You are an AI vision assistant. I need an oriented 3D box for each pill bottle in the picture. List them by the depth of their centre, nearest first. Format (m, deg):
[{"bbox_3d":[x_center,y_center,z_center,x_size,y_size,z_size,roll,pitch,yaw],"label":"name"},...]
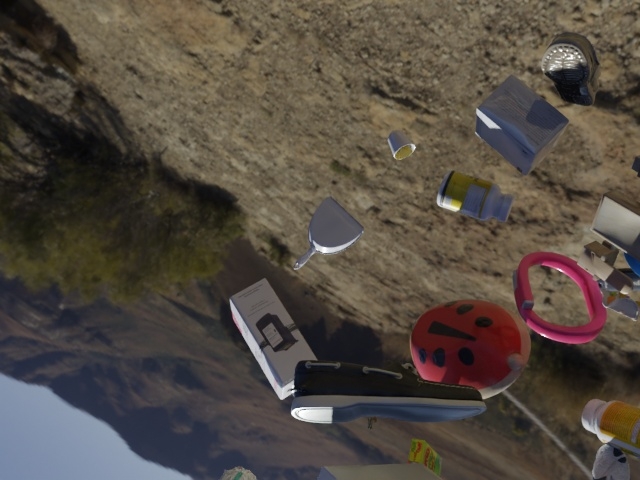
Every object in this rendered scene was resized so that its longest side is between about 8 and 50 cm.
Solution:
[{"bbox_3d":[0.779,0.476,1.589,0.117,0.117,0.208,43,165,-24],"label":"pill bottle"},{"bbox_3d":[0.407,-0.111,1.641,0.184,0.103,0.103,21,158,18],"label":"pill bottle"}]

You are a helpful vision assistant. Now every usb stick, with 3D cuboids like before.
[{"bbox_3d":[0.860,0.103,1.670,0.278,0.045,0.077,-4,137,32],"label":"usb stick"}]

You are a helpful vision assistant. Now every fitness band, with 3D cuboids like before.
[{"bbox_3d":[0.591,0.133,1.555,0.209,0.290,0.054,9,129,3],"label":"fitness band"}]

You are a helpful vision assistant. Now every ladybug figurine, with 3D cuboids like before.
[{"bbox_3d":[0.399,0.291,1.776,0.162,0.305,0.449,36,164,-20],"label":"ladybug figurine"}]

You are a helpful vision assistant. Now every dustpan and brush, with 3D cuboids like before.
[{"bbox_3d":[0.000,0.000,1.736,0.147,0.211,0.060,44,171,13],"label":"dustpan and brush"}]

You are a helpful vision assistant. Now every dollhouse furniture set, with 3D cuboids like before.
[{"bbox_3d":[0.834,-0.056,1.487,0.174,0.356,0.303,46,143,42],"label":"dollhouse furniture set"}]

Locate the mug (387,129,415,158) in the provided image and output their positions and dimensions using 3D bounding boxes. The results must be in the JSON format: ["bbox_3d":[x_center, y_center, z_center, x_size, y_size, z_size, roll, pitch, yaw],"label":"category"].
[{"bbox_3d":[0.208,-0.257,1.678,0.078,0.062,0.064,-51,55,43],"label":"mug"}]

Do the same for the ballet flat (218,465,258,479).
[{"bbox_3d":[-0.242,0.753,1.503,0.147,0.408,0.147,8,-179,0],"label":"ballet flat"}]

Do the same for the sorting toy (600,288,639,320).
[{"bbox_3d":[0.668,0.133,1.408,0.083,0.044,0.075,24,-165,-13],"label":"sorting toy"}]

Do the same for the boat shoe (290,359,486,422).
[{"bbox_3d":[0.105,0.231,0.984,0.303,0.091,0.114,3,149,-1],"label":"boat shoe"}]

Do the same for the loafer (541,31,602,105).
[{"bbox_3d":[0.536,-0.374,1.322,0.102,0.092,0.268,17,176,29],"label":"loafer"}]

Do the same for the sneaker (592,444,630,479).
[{"bbox_3d":[0.749,0.662,1.658,0.094,0.234,0.153,-2,162,0],"label":"sneaker"}]

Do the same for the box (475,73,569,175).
[{"bbox_3d":[0.483,-0.276,1.524,0.182,0.119,0.181,45,-178,15],"label":"box"}]

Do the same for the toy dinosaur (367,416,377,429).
[{"bbox_3d":[0.124,0.346,1.403,0.093,0.183,0.053,7,-148,-33],"label":"toy dinosaur"}]

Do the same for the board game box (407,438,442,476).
[{"bbox_3d":[0.324,0.689,1.934,0.043,0.092,0.181,-2,145,30],"label":"board game box"}]

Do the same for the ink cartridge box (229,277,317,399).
[{"bbox_3d":[-0.110,0.233,1.462,0.237,0.100,0.172,56,163,18],"label":"ink cartridge box"}]

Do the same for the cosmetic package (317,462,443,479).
[{"bbox_3d":[0.066,0.618,1.198,0.284,0.377,0.097,16,-173,-42],"label":"cosmetic package"}]

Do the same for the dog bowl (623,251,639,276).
[{"bbox_3d":[0.844,0.059,1.432,0.297,0.074,0.166,49,138,26],"label":"dog bowl"}]
